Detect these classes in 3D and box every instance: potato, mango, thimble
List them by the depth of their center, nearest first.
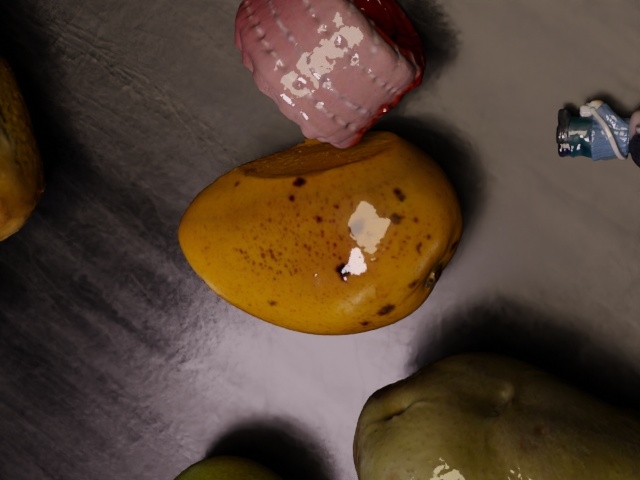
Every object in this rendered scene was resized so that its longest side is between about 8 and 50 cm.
[{"bbox_3d":[0.010,-0.184,1.537,0.125,0.189,0.163,-42,124,18],"label":"thimble"},{"bbox_3d":[0.205,0.218,1.557,0.351,0.218,0.202,11,82,4],"label":"potato"},{"bbox_3d":[0.000,0.000,1.595,0.290,0.160,0.191,-4,110,19],"label":"mango"}]

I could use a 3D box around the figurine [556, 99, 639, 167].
[{"bbox_3d":[0.293,-0.096,1.542,0.136,0.079,0.077,-6,141,11],"label":"figurine"}]

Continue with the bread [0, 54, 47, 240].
[{"bbox_3d":[-0.472,-0.126,1.693,0.328,0.148,0.337,-19,100,21],"label":"bread"}]

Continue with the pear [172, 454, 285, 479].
[{"bbox_3d":[-0.073,0.315,1.684,0.216,0.166,0.180,3,90,-12],"label":"pear"}]
